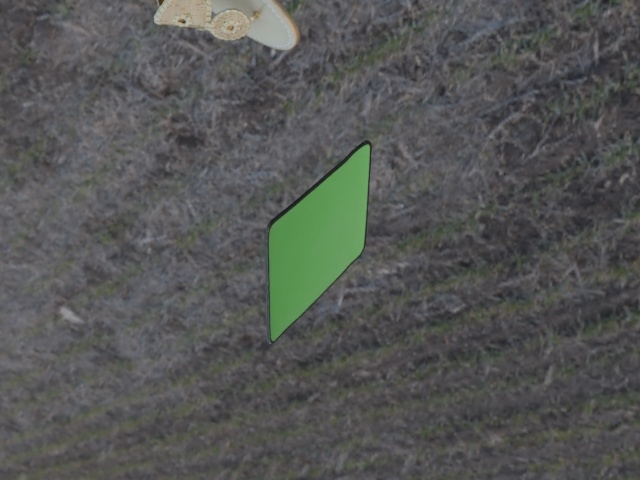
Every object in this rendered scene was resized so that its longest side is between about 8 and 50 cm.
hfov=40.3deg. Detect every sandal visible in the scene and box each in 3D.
[{"bbox_3d":[-0.136,-0.233,0.798,0.240,0.079,0.088,41,159,-6],"label":"sandal"}]

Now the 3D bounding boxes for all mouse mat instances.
[{"bbox_3d":[0.000,0.000,0.876,0.007,0.189,0.153,22,132,24],"label":"mouse mat"}]
